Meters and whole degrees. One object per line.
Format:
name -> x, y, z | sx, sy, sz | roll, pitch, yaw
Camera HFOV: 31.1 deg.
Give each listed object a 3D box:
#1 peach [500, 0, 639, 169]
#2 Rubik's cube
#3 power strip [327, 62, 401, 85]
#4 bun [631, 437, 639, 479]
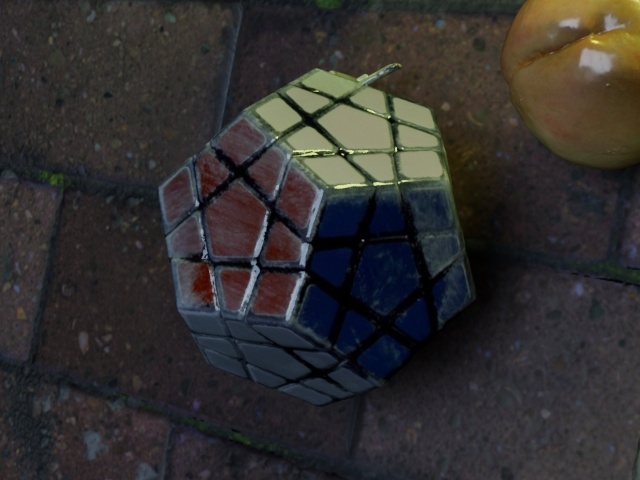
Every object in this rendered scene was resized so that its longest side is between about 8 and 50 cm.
peach -> 0.246, -0.154, 0.999 | 0.184, 0.184, 0.184 | -5, 81, 34
Rubik's cube -> 0.000, 0.000, 1.092 | 0.264, 0.319, 0.318 | 29, 101, 61
power strip -> 0.015, -0.140, 1.216 | 0.175, 0.075, 0.042 | -33, 65, 28
bun -> 0.363, 0.194, 0.892 | 0.239, 0.141, 0.239 | -7, 80, 40
